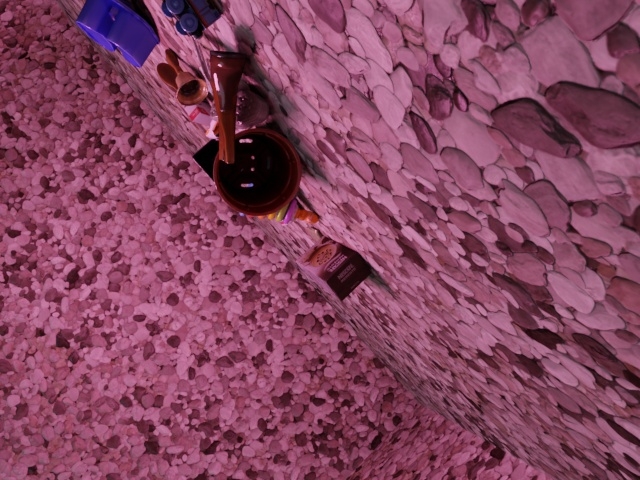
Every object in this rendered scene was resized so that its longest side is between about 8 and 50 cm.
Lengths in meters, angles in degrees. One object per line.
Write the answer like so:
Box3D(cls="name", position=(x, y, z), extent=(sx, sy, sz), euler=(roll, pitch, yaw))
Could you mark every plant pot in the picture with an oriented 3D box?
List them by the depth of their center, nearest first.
Box3D(cls="plant pot", position=(-0.226, -0.241, 1.617), extent=(0.272, 0.272, 0.265), euler=(52, 177, -23))
Box3D(cls="plant pot", position=(-0.428, -0.357, 2.179), extent=(0.188, 0.187, 0.167), euler=(49, -179, -6))

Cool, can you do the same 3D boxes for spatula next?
Box3D(cls="spatula", position=(-0.344, -0.510, 1.465), extent=(0.168, 0.019, 0.241), euler=(64, -178, -60))

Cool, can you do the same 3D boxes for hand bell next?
Box3D(cls="hand bell", position=(-0.526, -0.634, 1.827), extent=(0.242, 0.126, 0.126), euler=(58, 173, 20))

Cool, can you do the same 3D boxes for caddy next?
Box3D(cls="caddy", position=(-0.734, -0.792, 1.802), extent=(0.241, 0.179, 0.341), euler=(31, 180, -8))

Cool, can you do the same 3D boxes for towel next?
Box3D(cls="towel", position=(0.000, 0.000, 2.142), extent=(0.148, 0.027, 0.110), euler=(52, 169, -22))

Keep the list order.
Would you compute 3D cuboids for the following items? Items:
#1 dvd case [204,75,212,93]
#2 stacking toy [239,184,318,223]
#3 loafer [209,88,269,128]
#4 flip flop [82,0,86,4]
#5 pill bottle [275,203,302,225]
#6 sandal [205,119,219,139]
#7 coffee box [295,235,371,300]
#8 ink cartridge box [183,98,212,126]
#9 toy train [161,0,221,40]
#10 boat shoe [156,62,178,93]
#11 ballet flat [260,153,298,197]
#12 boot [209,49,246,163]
Box3D(cls="dvd case", position=(-0.375, -0.536, 1.740), extent=(0.087, 0.013, 0.119), euler=(47, 169, 3))
Box3D(cls="stacking toy", position=(-0.148, -0.130, 1.897), extent=(0.302, 0.165, 0.175), euler=(22, -161, -7))
Box3D(cls="loafer", position=(-0.232, -0.395, 1.492), extent=(0.112, 0.111, 0.320), euler=(10, -171, -36))
Box3D(cls="flip flop", position=(-1.010, -1.084, 2.081), extent=(0.277, 0.112, 0.080), euler=(50, 143, -2))
Box3D(cls="pill bottle", position=(-0.169, -0.159, 2.020), extent=(0.180, 0.108, 0.108), euler=(51, 169, -19))
Box3D(cls="sandal", position=(-0.385, -0.435, 1.906), extent=(0.076, 0.102, 0.265), euler=(45, 169, -10))
Box3D(cls="coffee box", position=(0.047, 0.104, 1.954), extent=(0.118, 0.168, 0.297), euler=(53, 167, -26))
Box3D(cls="ink cartridge box", position=(-0.476, -0.518, 1.904), extent=(0.099, 0.056, 0.135), euler=(1, -127, -58))
Box3D(cls="toy train", position=(-0.328, -0.576, 1.164), extent=(0.184, 0.105, 0.080), euler=(53, 165, -28))
Box3D(cls="boat shoe", position=(-0.610, -0.659, 2.063), extent=(0.207, 0.073, 0.073), euler=(47, 167, 5))
Box3D(cls="ballet flat", position=(-0.160, -0.240, 1.816), extent=(0.206, 0.073, 0.067), euler=(56, -178, -20))
Box3D(cls="boot", position=(-0.256, -0.347, 1.301), extent=(0.264, 0.096, 0.280), euler=(-158, 69, -67))
